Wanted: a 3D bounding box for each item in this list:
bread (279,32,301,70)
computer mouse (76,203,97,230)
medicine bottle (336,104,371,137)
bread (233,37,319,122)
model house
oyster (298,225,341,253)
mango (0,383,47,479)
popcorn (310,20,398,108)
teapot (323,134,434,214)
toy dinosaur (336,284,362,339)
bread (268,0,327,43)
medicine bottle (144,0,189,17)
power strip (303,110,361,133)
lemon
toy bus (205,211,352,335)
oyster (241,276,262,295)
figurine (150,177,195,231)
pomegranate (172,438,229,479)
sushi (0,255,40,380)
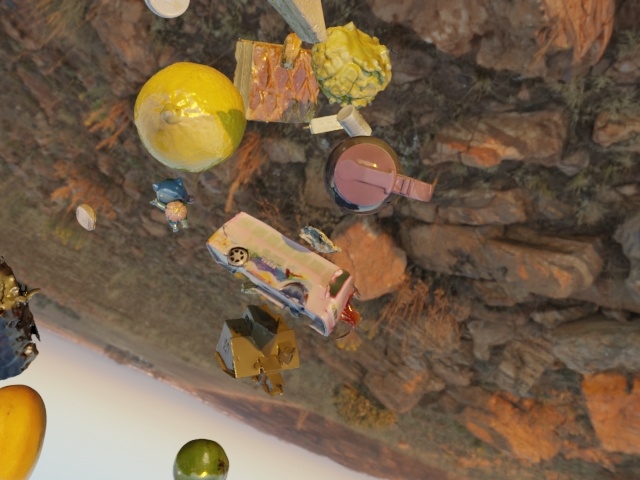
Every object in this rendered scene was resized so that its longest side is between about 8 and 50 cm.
[{"bbox_3d":[-0.079,-0.496,1.347,0.044,0.083,0.110,13,175,-12],"label":"bread"},{"bbox_3d":[-0.700,-0.072,1.541,0.096,0.066,0.039,35,-150,29],"label":"computer mouse"},{"bbox_3d":[0.091,-0.314,1.379,0.058,0.058,0.091,2,149,44],"label":"medicine bottle"},{"bbox_3d":[-0.162,-0.580,1.878,0.279,0.279,0.207,-1,-159,-30],"label":"bread"},{"bbox_3d":[-0.163,0.330,1.490,0.211,0.204,0.243,-3,-143,-31],"label":"model house"},{"bbox_3d":[-0.003,0.002,1.693,0.108,0.053,0.166,-8,137,37],"label":"oyster"},{"bbox_3d":[-0.535,0.346,0.871,0.112,0.145,0.219,5,-151,-23],"label":"mango"},{"bbox_3d":[0.095,-0.507,1.470,0.249,0.249,0.225,35,139,-29],"label":"popcorn"},{"bbox_3d":[0.070,-0.078,0.700,0.148,0.116,0.146,45,-173,-2],"label":"teapot"},{"bbox_3d":[0.066,0.245,2.074,0.113,0.207,0.327,1,143,43],"label":"toy dinosaur"},{"bbox_3d":[-0.057,-0.415,0.907,0.077,0.105,0.152,25,139,44],"label":"bread"},{"bbox_3d":[-0.464,-0.742,1.532,0.139,0.139,0.237,37,-170,-31],"label":"medicine bottle"},{"bbox_3d":[0.052,-0.491,2.122,0.252,0.060,0.027,-12,-161,-5],"label":"power strip"},{"bbox_3d":[-0.370,-0.351,1.469,0.336,0.336,0.336,20,159,8],"label":"lemon"},{"bbox_3d":[-0.073,0.054,0.917,0.274,0.112,0.090,30,155,22],"label":"toy bus"},{"bbox_3d":[-0.114,0.119,1.605,0.341,0.110,0.166,-4,-175,-38],"label":"oyster"},{"bbox_3d":[-0.487,-0.120,1.717,0.114,0.178,0.144,-16,176,9],"label":"figurine"},{"bbox_3d":[-0.265,0.563,1.195,0.191,0.131,0.152,42,154,44],"label":"pomegranate"},{"bbox_3d":[-0.927,0.217,1.371,0.299,0.281,0.294,34,132,24],"label":"sushi"}]
